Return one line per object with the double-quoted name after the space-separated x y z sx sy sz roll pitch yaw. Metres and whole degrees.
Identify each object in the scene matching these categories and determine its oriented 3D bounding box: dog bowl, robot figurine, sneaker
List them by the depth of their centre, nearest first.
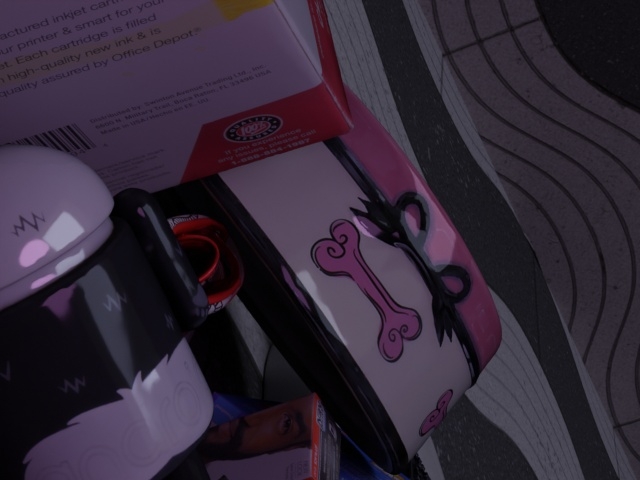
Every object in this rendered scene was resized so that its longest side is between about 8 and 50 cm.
-0.177 0.074 1.030 0.209 0.173 0.278 -74 141 -68 "robot figurine"
-0.117 0.045 1.294 0.270 0.145 0.090 16 56 -70 "sneaker"
0.000 0.000 1.402 0.408 0.150 0.408 53 -8 11 "dog bowl"

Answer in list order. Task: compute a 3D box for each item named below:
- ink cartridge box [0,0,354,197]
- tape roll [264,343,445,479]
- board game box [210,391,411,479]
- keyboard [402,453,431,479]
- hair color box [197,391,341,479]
-0.168 -0.180 1.072 0.385 0.279 0.160 55 22 -63 "ink cartridge box"
0.054 0.268 1.720 0.392 0.072 0.392 -19 90 -73 "tape roll"
0.062 0.265 1.384 0.347 0.078 0.233 35 4 22 "board game box"
0.130 0.320 1.739 0.180 0.023 0.108 63 18 -20 "keyboard"
-0.069 0.189 1.242 0.093 0.167 0.053 -88 153 -52 "hair color box"
